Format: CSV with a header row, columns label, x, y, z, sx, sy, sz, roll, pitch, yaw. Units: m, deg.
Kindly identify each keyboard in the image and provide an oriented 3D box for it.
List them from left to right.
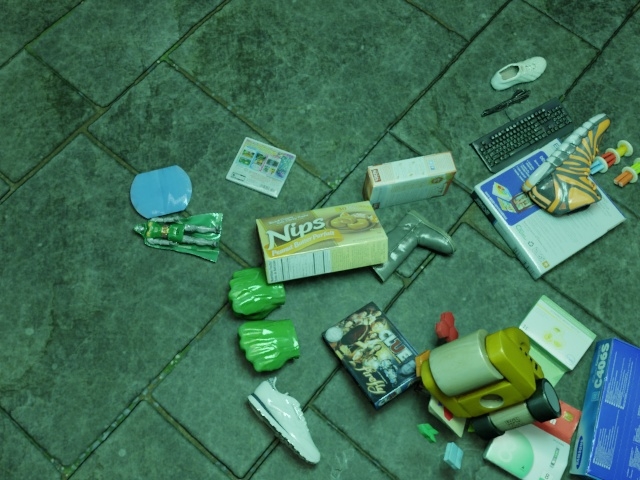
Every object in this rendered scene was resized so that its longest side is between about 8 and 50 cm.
label,x,y,z,sx,sy,sz,roll,pitch,yaw
keyboard,0.579,-0.343,1.980,0.317,0.033,0.201,-29,73,-13

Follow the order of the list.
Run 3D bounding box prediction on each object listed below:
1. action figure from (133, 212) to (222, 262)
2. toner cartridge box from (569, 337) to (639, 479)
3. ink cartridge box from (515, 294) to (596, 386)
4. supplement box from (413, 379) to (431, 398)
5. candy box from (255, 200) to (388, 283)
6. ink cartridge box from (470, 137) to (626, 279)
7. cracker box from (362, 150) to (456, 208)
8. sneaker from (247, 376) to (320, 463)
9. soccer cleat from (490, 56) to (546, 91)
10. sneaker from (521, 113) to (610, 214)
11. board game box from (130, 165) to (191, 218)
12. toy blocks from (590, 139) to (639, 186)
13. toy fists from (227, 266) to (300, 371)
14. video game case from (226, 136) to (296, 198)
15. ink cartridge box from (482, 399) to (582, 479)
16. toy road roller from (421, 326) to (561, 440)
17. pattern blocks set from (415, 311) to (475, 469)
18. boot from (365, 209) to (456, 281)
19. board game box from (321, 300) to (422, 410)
label,x,y,z,sx,sy,sz,roll,pitch,yaw
action figure,-0.388,-0.020,1.803,0.232,0.063,0.137,4,72,3
toner cartridge box,0.739,0.434,1.656,0.165,0.075,0.348,23,70,-5
ink cartridge box,0.572,0.283,1.733,0.171,0.056,0.235,40,71,11
supplement box,0.270,0.361,1.673,0.055,0.083,0.043,24,70,7
candy box,0.000,0.000,1.749,0.316,0.087,0.183,-10,36,-7
ink cartridge box,0.630,-0.093,1.871,0.307,0.072,0.303,-29,72,-15
cracker box,0.238,-0.161,1.829,0.232,0.156,0.067,-12,70,-7
sneaker,-0.073,0.439,1.632,0.095,0.090,0.235,-38,77,-25
soccer cleat,0.604,-0.508,2.017,0.196,0.076,0.068,-25,73,-12
sneaker,0.712,-0.190,1.827,0.321,0.124,0.180,-44,80,-7
board game box,-0.437,-0.129,1.855,0.168,0.033,0.133,-14,76,-2
toy blocks,0.848,-0.205,1.926,0.148,0.054,0.123,-32,73,-13
toy fists,-0.155,0.198,1.712,0.142,0.096,0.279,-8,68,-19
video game case,-0.168,-0.207,1.902,0.157,0.019,0.143,21,70,6
ink cartridge box,0.528,0.479,1.650,0.181,0.056,0.225,28,77,8
toy road roller,0.398,0.293,1.578,0.329,0.202,0.240,43,34,-29
pattern blocks set,0.316,0.363,1.620,0.285,0.026,0.325,54,44,-18
boot,0.232,0.033,1.800,0.189,0.076,0.208,36,65,25
board game box,0.135,0.281,1.673,0.165,0.042,0.243,-31,52,-13
